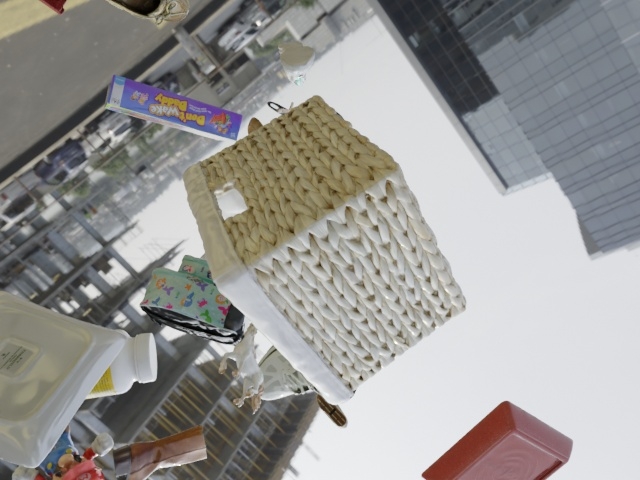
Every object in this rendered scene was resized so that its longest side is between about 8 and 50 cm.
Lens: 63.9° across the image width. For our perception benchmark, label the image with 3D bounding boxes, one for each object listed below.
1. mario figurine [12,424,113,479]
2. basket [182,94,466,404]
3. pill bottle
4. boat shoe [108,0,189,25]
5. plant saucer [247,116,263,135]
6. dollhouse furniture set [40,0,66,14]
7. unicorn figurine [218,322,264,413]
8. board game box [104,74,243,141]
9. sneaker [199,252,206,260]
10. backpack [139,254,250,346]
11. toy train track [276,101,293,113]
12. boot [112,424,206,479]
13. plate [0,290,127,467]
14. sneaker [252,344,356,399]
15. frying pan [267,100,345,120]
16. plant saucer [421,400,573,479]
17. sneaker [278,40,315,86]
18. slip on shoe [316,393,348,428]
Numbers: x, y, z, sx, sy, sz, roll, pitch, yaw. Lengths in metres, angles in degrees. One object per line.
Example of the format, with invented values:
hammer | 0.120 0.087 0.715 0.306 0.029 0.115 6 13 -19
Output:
mario figurine | -0.704 0.595 1.409 0.321 0.170 0.197 11 -108 43
basket | 0.000 0.000 0.794 0.267 0.331 0.328 -35 -142 2
pill bottle | -0.656 0.360 1.487 0.334 0.187 0.188 -5 -168 -10
boat shoe | -0.416 -0.563 1.201 0.105 0.089 0.285 -42 163 30
plant saucer | -0.131 -0.213 1.065 0.015 0.083 0.083 -28 -169 -22
dollhouse furniture set | -0.529 -0.709 1.094 0.201 0.152 0.373 -18 -131 55
unicorn figurine | -0.130 0.215 0.910 0.060 0.161 0.111 6 -153 16
board game box | -0.425 -0.370 1.470 0.233 0.348 0.077 25 -79 64
sneaker | -0.280 0.064 1.597 0.094 0.151 0.255 -61 -178 37
backpack | -0.296 0.145 1.245 0.225 0.254 0.190 99 2 -71
toy train track | -0.079 -0.311 1.243 0.083 0.014 0.048 -21 138 -62
boot | -0.512 0.722 1.659 0.281 0.263 0.096 -8 -152 -26
plate | -0.527 0.211 0.880 0.277 0.278 0.045 -68 177 -50
sneaker | -0.042 0.396 1.532 0.448 0.169 0.257 -34 -163 16
frying pan | -0.022 -0.455 1.946 0.197 0.326 0.053 -43 -163 -7
plant saucer | 0.393 0.488 1.108 0.259 0.259 0.047 -49 -154 16
sneaker | -0.054 -0.406 1.209 0.080 0.094 0.212 -9 -149 -4
slip on shoe | 0.037 0.506 1.537 0.051 0.041 0.135 -41 -127 -11
